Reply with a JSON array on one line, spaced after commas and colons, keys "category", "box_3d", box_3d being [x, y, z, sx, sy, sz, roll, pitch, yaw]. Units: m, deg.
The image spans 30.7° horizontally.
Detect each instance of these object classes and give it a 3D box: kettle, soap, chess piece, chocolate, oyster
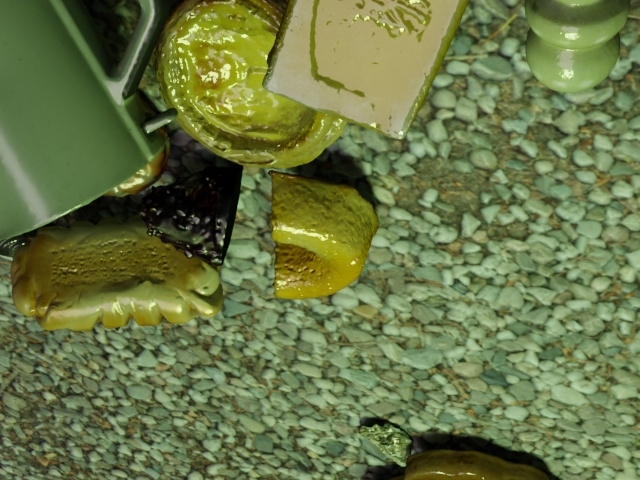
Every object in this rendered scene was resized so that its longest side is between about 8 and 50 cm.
[{"category": "kettle", "box_3d": [-0.343, -0.237, 1.397, 0.361, 0.250, 0.376, -21, 107, 21]}, {"category": "soap", "box_3d": [0.068, -0.281, 1.283, 0.199, 0.091, 0.314, 21, 120, -3]}, {"category": "chess piece", "box_3d": [0.275, -0.267, 1.255, 0.145, 0.144, 0.251, 9, 142, 12]}, {"category": "chocolate", "box_3d": [-0.187, -0.043, 1.634, 0.133, 0.156, 0.156, 10, 137, -2]}, {"category": "oyster", "box_3d": [0.110, 0.354, 2.020, 0.100, 0.037, 0.098, 13, 144, 5]}]

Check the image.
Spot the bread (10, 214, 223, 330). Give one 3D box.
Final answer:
[{"category": "bread", "box_3d": [-0.301, 0.049, 1.735, 0.311, 0.172, 0.121, -4, 161, 2]}]

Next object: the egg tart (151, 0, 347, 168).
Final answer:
[{"category": "egg tart", "box_3d": [-0.085, -0.214, 1.473, 0.279, 0.095, 0.278, 11, 132, 13]}]

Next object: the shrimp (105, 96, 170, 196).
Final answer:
[{"category": "shrimp", "box_3d": [-0.332, -0.173, 1.594, 0.152, 0.063, 0.287, -44, 107, 10]}]

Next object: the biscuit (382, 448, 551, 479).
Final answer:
[{"category": "biscuit", "box_3d": [0.261, 0.480, 2.062, 0.381, 0.074, 0.358, 8, 138, 11]}]

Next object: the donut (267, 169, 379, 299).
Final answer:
[{"category": "donut", "box_3d": [0.004, -0.002, 1.627, 0.152, 0.101, 0.259, 3, 149, 3]}]

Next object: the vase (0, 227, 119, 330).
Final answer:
[{"category": "vase", "box_3d": [-0.397, 0.037, 1.845, 0.237, 0.115, 0.115, 29, 137, -3]}]
